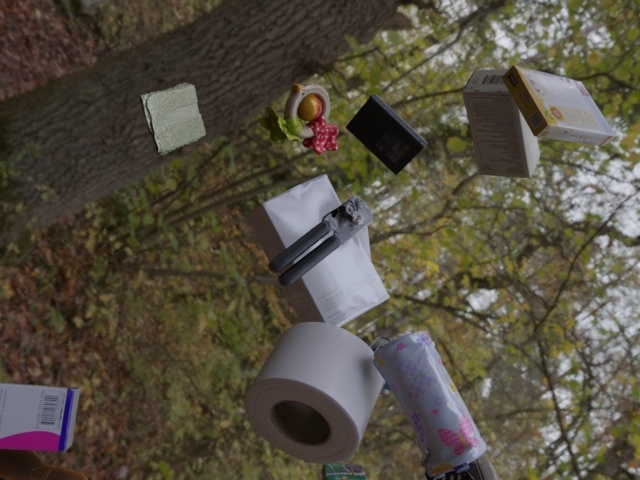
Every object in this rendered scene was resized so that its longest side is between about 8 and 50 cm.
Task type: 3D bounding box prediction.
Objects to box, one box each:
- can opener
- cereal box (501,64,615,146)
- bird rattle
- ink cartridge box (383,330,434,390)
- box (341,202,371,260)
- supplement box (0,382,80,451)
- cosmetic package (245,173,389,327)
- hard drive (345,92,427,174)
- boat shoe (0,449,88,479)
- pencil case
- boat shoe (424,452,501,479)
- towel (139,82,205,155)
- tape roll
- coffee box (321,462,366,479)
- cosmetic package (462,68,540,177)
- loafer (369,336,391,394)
[{"bbox_3d":[0.000,0.000,1.516,0.076,0.283,0.095,54,-21,-6],"label":"can opener"},{"bbox_3d":[0.529,-0.295,1.490,0.047,0.240,0.172,-49,-130,43],"label":"cereal box"},{"bbox_3d":[-0.034,-0.360,1.991,0.143,0.254,0.206,38,-62,47],"label":"bird rattle"},{"bbox_3d":[0.263,0.357,1.910,0.104,0.180,0.060,24,-12,-8],"label":"ink cartridge box"},{"bbox_3d":[0.070,0.036,2.399,0.127,0.231,0.261,12,-50,28],"label":"box"},{"bbox_3d":[-0.559,0.313,1.208,0.114,0.220,0.111,140,-44,-72],"label":"supplement box"},{"bbox_3d":[-0.009,0.042,1.810,0.384,0.217,0.156,63,-26,2],"label":"cosmetic package"},{"bbox_3d":[0.121,-0.196,1.253,0.135,0.022,0.094,43,-42,-1],"label":"hard drive"},{"bbox_3d":[-0.533,0.450,1.260,0.207,0.073,0.073,23,-52,7],"label":"boat shoe"},{"bbox_3d":[0.206,0.309,1.286,0.273,0.124,0.113,65,11,18],"label":"pencil case"},{"bbox_3d":[0.340,0.575,1.570,0.127,0.158,0.340,61,3,2],"label":"boat shoe"},{"bbox_3d":[-0.257,-0.216,1.189,0.148,0.027,0.110,-40,122,-57],"label":"towel"},{"bbox_3d":[-0.010,0.311,1.373,0.246,0.246,0.169,60,35,-21],"label":"tape roll"},{"bbox_3d":[0.066,0.629,1.691,0.184,0.113,0.040,-105,-155,-73],"label":"coffee box"},{"bbox_3d":[0.526,-0.334,1.942,0.160,0.113,0.309,9,-39,32],"label":"cosmetic package"},{"bbox_3d":[0.211,0.404,2.300,0.319,0.112,0.111,-76,168,-70],"label":"loafer"}]
